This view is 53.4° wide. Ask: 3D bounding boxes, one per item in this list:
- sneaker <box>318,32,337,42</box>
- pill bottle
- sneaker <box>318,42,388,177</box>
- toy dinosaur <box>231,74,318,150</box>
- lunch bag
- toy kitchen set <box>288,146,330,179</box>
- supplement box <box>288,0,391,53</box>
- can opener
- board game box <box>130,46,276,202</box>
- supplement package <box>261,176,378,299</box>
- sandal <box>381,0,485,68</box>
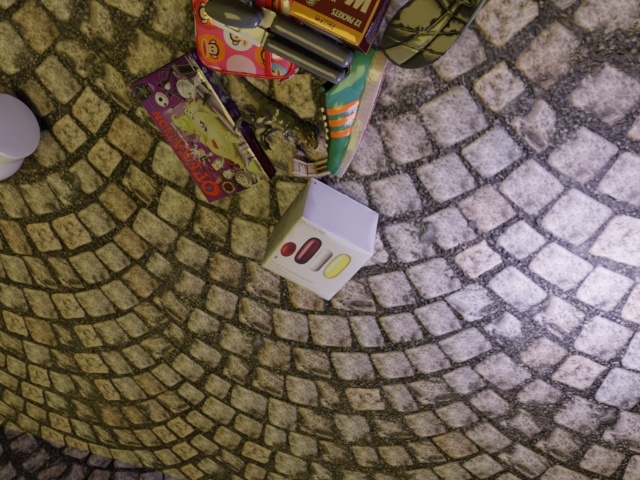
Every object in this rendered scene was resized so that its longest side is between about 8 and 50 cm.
[{"bbox_3d":[0.026,-0.405,1.279,0.098,0.069,0.038,-16,118,31],"label":"sneaker"},{"bbox_3d":[-0.951,-0.244,1.707,0.408,0.229,0.229,-15,118,31],"label":"pill bottle"},{"bbox_3d":[0.047,-0.276,1.341,0.121,0.108,0.302,21,126,3],"label":"sneaker"},{"bbox_3d":[-0.128,-0.276,1.448,0.268,0.064,0.118,38,116,-6],"label":"toy dinosaur"},{"bbox_3d":[-0.119,-0.473,1.266,0.258,0.120,0.293,11,127,9],"label":"lunch bag"},{"bbox_3d":[-0.024,-0.187,1.469,0.075,0.083,0.068,-13,77,30],"label":"toy kitchen set"},{"bbox_3d":[0.057,-0.448,1.113,0.129,0.194,0.191,27,105,3],"label":"supplement box"},{"bbox_3d":[-0.081,-0.375,1.191,0.284,0.095,0.076,26,127,-4],"label":"can opener"},{"bbox_3d":[-0.279,-0.266,1.530,0.208,0.056,0.346,-15,118,36],"label":"board game box"},{"bbox_3d":[0.000,0.000,1.521,0.194,0.149,0.203,27,132,-14],"label":"supplement package"},{"bbox_3d":[0.239,-0.437,1.164,0.120,0.086,0.303,43,115,-4],"label":"sandal"}]
